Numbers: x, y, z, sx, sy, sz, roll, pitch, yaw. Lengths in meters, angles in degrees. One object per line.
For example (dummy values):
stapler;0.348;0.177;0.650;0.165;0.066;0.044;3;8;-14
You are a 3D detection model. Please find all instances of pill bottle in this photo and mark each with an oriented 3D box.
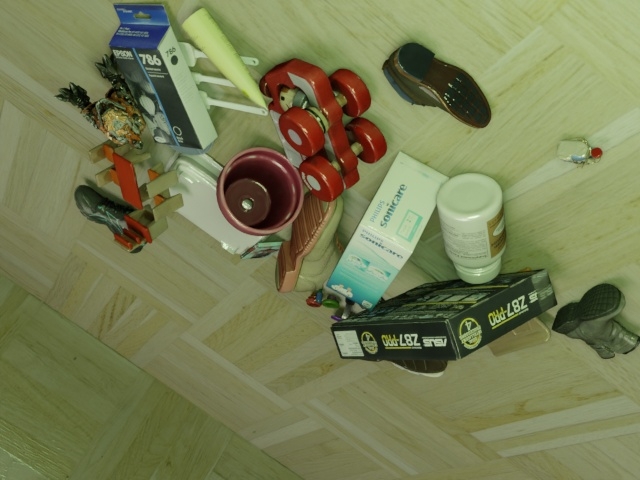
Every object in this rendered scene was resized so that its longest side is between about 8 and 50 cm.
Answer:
pill bottle;0.317;-0.018;1.697;0.131;0.131;0.229;13;145;26

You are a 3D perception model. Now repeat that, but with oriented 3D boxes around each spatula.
spatula;-0.229;-0.348;1.776;0.242;0.019;0.168;14;133;25
spatula;0.075;0.188;2.258;0.084;0.030;0.296;20;153;6

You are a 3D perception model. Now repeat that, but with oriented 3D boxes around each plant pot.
plant pot;-0.157;-0.104;1.938;0.201;0.201;0.180;37;163;-10

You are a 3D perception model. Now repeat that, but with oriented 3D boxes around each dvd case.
dvd case;-0.155;0.027;2.221;0.087;0.013;0.119;-3;163;-32

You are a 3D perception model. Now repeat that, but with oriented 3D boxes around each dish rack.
dish rack;-0.280;-0.088;2.164;0.333;0.072;0.285;35;148;-10

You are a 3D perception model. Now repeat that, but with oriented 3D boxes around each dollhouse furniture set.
dollhouse furniture set;-0.492;-0.111;2.144;0.262;0.135;0.259;28;139;34

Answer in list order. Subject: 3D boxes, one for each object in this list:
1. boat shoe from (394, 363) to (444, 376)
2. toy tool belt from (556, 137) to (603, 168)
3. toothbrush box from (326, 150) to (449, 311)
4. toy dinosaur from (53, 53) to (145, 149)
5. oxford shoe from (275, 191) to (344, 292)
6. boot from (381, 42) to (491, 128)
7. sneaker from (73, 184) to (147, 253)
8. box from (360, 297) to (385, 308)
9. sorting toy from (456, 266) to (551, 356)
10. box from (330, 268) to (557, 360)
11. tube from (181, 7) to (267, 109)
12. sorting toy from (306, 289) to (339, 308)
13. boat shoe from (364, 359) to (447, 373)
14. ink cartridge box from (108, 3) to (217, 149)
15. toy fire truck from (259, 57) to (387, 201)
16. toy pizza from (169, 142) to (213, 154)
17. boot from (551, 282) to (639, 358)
boat shoe;0.272;0.351;2.327;0.184;0.066;0.063;7;155;30
toy tool belt;0.467;-0.156;1.466;0.083;0.052;0.051;12;175;33
toothbrush box;0.140;-0.015;1.772;0.126;0.216;0.295;28;148;3
toy dinosaur;-0.486;-0.292;1.914;0.218;0.164;0.322;52;158;-1
oxford shoe;0.000;0.000;2.033;0.147;0.140;0.397;5;148;-18
boot;0.211;-0.278;1.499;0.219;0.082;0.106;36;170;-17
sneaker;-0.614;-0.081;2.456;0.267;0.101;0.106;43;125;-18
box;0.127;0.156;2.211;0.083;0.018;0.067;-11;129;48
sorting toy;0.436;0.157;1.928;0.229;0.041;0.307;45;147;-8
box;0.260;0.164;1.793;0.395;0.318;0.097;-12;98;54
tube;-0.184;-0.356;1.659;0.062;0.070;0.240;-30;103;41
sorting toy;0.006;0.162;2.310;0.102;0.042;0.061;0;154;23
boat shoe;0.217;0.276;2.231;0.307;0.104;0.110;9;134;34
ink cartridge box;-0.356;-0.356;1.807;0.165;0.065;0.332;12;136;36
toy fire truck;-0.024;-0.237;1.669;0.254;0.169;0.302;29;153;41
toy pizza;-0.336;-0.289;1.956;0.201;0.032;0.201;21;142;17
boot;0.630;0.180;1.779;0.161;0.083;0.246;28;156;-4
